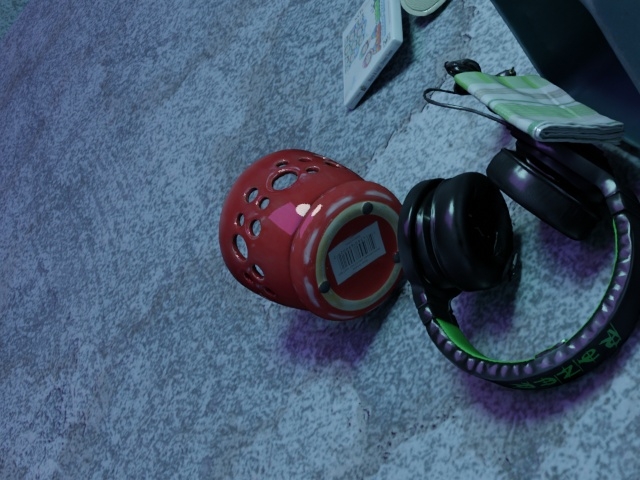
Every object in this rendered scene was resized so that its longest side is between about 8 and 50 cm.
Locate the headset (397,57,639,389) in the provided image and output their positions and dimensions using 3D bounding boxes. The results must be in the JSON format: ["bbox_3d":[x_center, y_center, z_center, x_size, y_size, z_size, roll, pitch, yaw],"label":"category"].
[{"bbox_3d":[0.207,-0.029,1.233,0.243,0.185,0.394,-32,56,27],"label":"headset"}]

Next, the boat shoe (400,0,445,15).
[{"bbox_3d":[0.176,-0.411,1.620,0.079,0.084,0.233,28,-96,-84],"label":"boat shoe"}]

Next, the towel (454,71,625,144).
[{"bbox_3d":[0.216,-0.136,1.170,0.152,0.113,0.023,48,131,50],"label":"towel"}]

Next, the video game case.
[{"bbox_3d":[0.071,-0.286,1.661,0.143,0.019,0.157,-51,30,44],"label":"video game case"}]

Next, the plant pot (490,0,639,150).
[{"bbox_3d":[0.329,-0.258,1.125,0.252,0.248,0.247,-42,33,1],"label":"plant pot"}]

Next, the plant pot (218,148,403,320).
[{"bbox_3d":[0.000,0.000,1.414,0.174,0.191,0.191,27,87,50],"label":"plant pot"}]
